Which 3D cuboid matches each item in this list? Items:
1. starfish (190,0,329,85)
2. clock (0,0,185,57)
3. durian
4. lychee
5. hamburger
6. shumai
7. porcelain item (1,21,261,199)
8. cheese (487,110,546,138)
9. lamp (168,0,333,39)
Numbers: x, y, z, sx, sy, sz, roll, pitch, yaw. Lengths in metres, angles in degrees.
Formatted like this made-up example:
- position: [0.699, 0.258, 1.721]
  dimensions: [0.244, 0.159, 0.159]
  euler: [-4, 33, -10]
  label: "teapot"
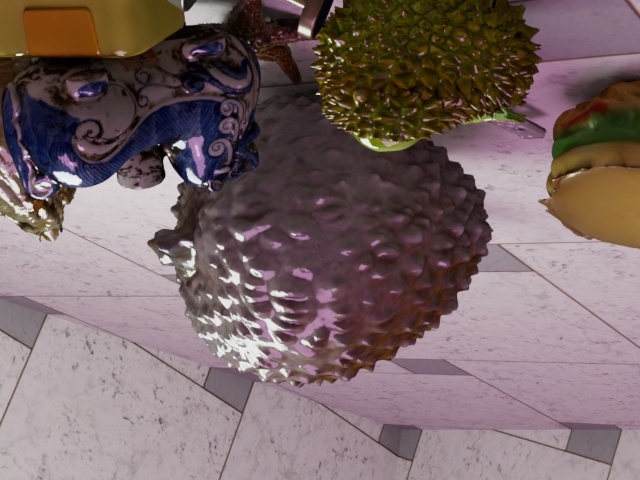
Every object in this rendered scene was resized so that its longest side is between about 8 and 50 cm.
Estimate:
- position: [-0.082, -0.231, 1.678]
  dimensions: [0.213, 0.057, 0.238]
  euler: [3, 166, -5]
  label: "starfish"
- position: [-0.253, -0.247, 1.547]
  dimensions: [0.202, 0.096, 0.143]
  euler: [4, -158, 19]
  label: "clock"
- position: [0.108, -0.180, 1.499]
  dimensions: [0.237, 0.177, 0.200]
  euler: [-2, -157, -42]
  label: "durian"
- position: [0.000, 0.000, 1.876]
  dimensions: [0.432, 0.380, 0.380]
  euler: [-1, 167, -17]
  label: "lychee"
- position: [0.373, -0.093, 1.745]
  dimensions: [0.237, 0.149, 0.237]
  euler: [10, 156, 5]
  label: "hamburger"
- position: [-0.456, -0.136, 1.918]
  dimensions: [0.283, 0.217, 0.346]
  euler: [9, 167, -1]
  label: "shumai"
- position: [-0.194, -0.127, 1.603]
  dimensions: [0.288, 0.186, 0.138]
  euler: [-20, -149, -28]
  label: "porcelain item"
- position: [0.177, -0.164, 1.776]
  dimensions: [0.251, 0.054, 0.127]
  euler: [21, 163, -38]
  label: "cheese"
- position: [-0.091, -0.265, 1.426]
  dimensions: [0.214, 0.121, 0.121]
  euler: [24, 165, 5]
  label: "lamp"
